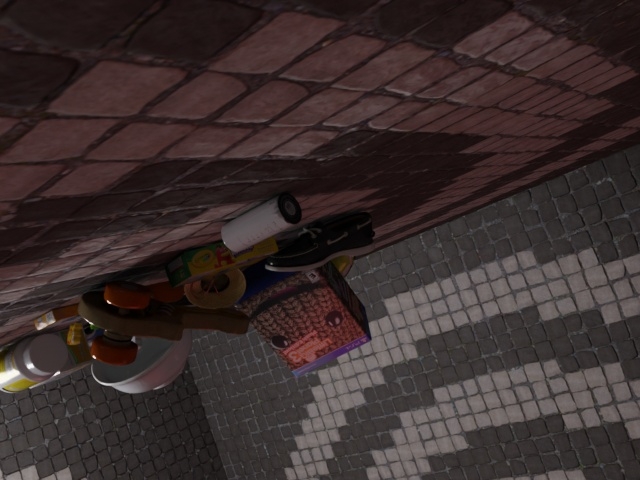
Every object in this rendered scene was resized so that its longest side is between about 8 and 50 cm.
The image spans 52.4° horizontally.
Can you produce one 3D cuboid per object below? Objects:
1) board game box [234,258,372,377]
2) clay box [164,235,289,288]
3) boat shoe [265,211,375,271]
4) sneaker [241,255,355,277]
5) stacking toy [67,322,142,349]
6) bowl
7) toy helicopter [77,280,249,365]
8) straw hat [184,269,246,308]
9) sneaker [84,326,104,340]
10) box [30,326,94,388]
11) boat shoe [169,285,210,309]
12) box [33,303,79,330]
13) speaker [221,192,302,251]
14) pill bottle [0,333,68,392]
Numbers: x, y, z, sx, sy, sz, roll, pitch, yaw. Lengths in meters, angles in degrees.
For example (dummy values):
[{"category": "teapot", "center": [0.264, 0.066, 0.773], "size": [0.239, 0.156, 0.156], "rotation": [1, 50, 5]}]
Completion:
[{"category": "board game box", "center": [-0.044, 0.171, 1.668], "size": [0.232, 0.291, 0.141], "rotation": [-29, -150, 13]}, {"category": "clay box", "center": [-0.185, 0.032, 1.302], "size": [0.222, 0.053, 0.127], "rotation": [-18, 175, -34]}, {"category": "boat shoe", "center": [0.000, 0.000, 1.484], "size": [0.303, 0.091, 0.114], "rotation": [-17, -159, -42]}, {"category": "sneaker", "center": [-0.076, 0.084, 1.751], "size": [0.385, 0.145, 0.147], "rotation": [-31, 152, 17]}, {"category": "stacking toy", "center": [-0.461, 0.212, 1.484], "size": [0.167, 0.052, 0.221], "rotation": [12, 160, -36]}, {"category": "bowl", "center": [-0.465, 0.315, 1.796], "size": [0.298, 0.134, 0.297], "rotation": [-21, -147, 14]}, {"category": "toy helicopter", "center": [-0.314, 0.152, 1.331], "size": [0.355, 0.140, 0.235], "rotation": [10, -173, -35]}, {"category": "straw hat", "center": [-0.253, 0.093, 1.555], "size": [0.145, 0.144, 0.061], "rotation": [-20, -148, -1]}, {"category": "sneaker", "center": [-0.609, 0.271, 1.911], "size": [0.080, 0.081, 0.211], "rotation": [-21, 173, 26]}, {"category": "box", "center": [-0.728, 0.319, 1.789], "size": [0.203, 0.114, 0.103], "rotation": [-26, 172, 40]}, {"category": "boat shoe", "center": [-0.364, 0.170, 1.631], "size": [0.121, 0.119, 0.335], "rotation": [-23, 174, 27]}, {"category": "box", "center": [-0.534, 0.157, 1.403], "size": [0.081, 0.028, 0.136], "rotation": [-24, 175, 35]}, {"category": "speaker", "center": [-0.097, -0.027, 1.050], "size": [0.136, 0.055, 0.055], "rotation": [-25, 172, 36]}, {"category": "pill bottle", "center": [-0.736, 0.309, 1.647], "size": [0.209, 0.119, 0.119], "rotation": [-24, 173, 36]}]
